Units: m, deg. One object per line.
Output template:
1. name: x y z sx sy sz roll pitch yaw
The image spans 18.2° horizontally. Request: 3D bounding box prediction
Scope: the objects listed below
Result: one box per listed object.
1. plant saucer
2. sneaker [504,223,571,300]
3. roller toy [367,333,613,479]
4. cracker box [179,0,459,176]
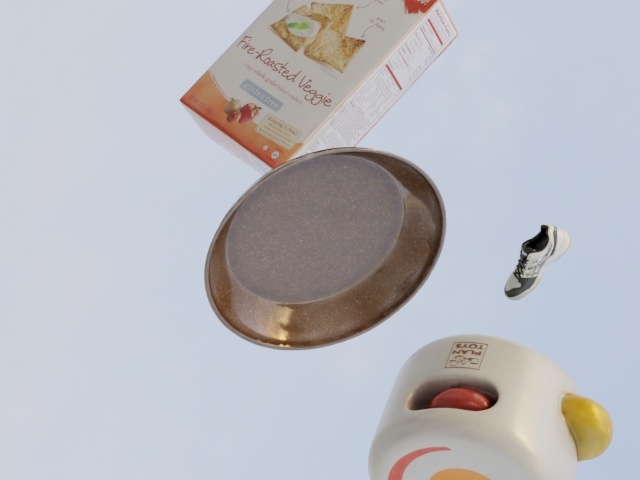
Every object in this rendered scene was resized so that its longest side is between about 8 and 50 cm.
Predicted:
1. plant saucer: 0.000 0.000 1.552 0.198 0.198 0.036 -49 -139 18
2. sneaker: 0.194 0.018 1.857 0.083 0.037 0.032 -52 -138 10
3. roller toy: 0.152 0.188 1.882 0.209 0.191 0.146 -48 -167 45
4. cracker box: -0.002 -0.168 1.929 0.232 0.067 0.155 -47 -127 -9
